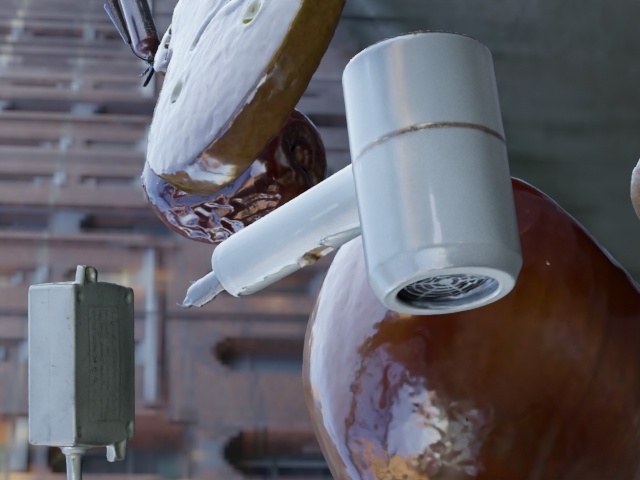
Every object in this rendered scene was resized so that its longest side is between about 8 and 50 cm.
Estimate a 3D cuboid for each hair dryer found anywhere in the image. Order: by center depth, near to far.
[{"bbox_3d":[0.000,0.000,1.174,0.357,0.107,0.173,-30,57,47],"label":"hair dryer"}]

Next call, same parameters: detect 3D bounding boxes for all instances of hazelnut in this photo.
[{"bbox_3d":[0.143,0.123,1.427,0.366,0.366,0.365,-178,90,-83],"label":"hazelnut"}]

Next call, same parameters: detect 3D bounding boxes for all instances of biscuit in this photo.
[{"bbox_3d":[-0.030,-0.121,0.759,0.180,0.039,0.236,-42,29,37],"label":"biscuit"}]

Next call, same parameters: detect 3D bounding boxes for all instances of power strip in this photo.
[{"bbox_3d":[-0.161,0.106,1.081,0.075,0.042,0.175,9,-100,-63],"label":"power strip"}]

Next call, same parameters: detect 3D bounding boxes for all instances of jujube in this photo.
[{"bbox_3d":[-0.115,-0.083,2.044,0.243,0.183,0.183,-8,77,39],"label":"jujube"}]

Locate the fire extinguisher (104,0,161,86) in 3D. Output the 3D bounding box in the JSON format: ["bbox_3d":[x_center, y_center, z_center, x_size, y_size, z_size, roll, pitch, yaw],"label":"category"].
[{"bbox_3d":[-0.168,-0.191,1.445,0.046,0.032,0.100,44,-158,-52],"label":"fire extinguisher"}]

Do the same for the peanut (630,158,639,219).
[{"bbox_3d":[0.321,-0.016,1.376,0.152,0.076,0.076,53,175,-4],"label":"peanut"}]
